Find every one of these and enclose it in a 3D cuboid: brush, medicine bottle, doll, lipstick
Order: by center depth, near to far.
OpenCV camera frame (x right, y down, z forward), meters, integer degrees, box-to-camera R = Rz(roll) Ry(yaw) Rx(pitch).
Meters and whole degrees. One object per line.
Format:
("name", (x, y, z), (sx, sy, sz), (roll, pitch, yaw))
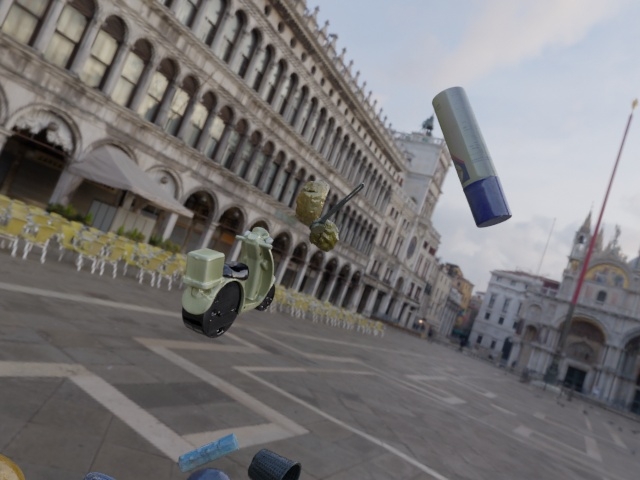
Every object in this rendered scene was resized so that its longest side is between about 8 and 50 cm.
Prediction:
("medicine bottle", (0.243, -0.136, 0.745), (0.059, 0.230, 0.059), (-13, -15, -4))
("lipstick", (-0.306, 0.582, 1.261), (0.158, 0.048, 0.048), (-21, -1, -8))
("doll", (-0.411, 0.913, 1.577), (0.228, 0.153, 0.258), (24, 32, 2))
("brush", (0.060, -0.113, 1.651), (0.062, 0.266, 0.027), (20, 35, -49))

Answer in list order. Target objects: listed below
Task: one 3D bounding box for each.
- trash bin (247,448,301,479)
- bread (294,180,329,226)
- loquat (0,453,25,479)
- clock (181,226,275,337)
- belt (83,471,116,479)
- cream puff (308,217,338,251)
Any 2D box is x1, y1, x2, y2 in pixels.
("trash bin", (-0.186, 0.894, 1.760), (0.161, 0.175, 0.175), (19, -6, 30))
("bread", (-0.047, -0.184, 2.237), (0.134, 0.244, 0.244), (16, -6, 0))
("loquat", (-0.899, 0.679, 1.167), (0.263, 0.262, 0.263), (20, -6, 2))
("clock", (-0.232, 0.111, 1.286), (0.120, 0.276, 0.379), (16, 18, 20))
("belt", (-0.644, 0.774, 1.366), (0.190, 0.082, 0.141), (24, -11, 26))
("cream puff", (0.005, -0.024, 1.980), (0.117, 0.146, 0.146), (9, 2, -34))
